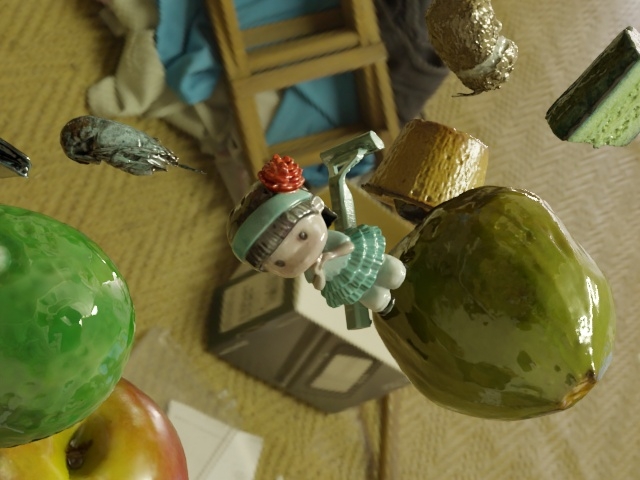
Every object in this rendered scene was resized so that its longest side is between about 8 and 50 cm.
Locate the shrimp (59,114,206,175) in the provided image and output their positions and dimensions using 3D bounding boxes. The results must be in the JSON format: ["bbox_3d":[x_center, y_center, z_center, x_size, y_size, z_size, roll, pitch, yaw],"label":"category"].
[{"bbox_3d":[-0.288,-0.136,1.542,0.233,0.079,0.090,15,19,-14],"label":"shrimp"}]

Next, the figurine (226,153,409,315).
[{"bbox_3d":[0.000,0.000,1.215,0.245,0.110,0.138,29,97,-30],"label":"figurine"}]

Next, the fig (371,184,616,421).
[{"bbox_3d":[0.252,0.104,1.392,0.343,0.343,0.343,22,58,-41],"label":"fig"}]

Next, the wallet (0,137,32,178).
[{"bbox_3d":[-0.534,-0.126,1.342,0.191,0.379,0.046,26,74,-33],"label":"wallet"}]

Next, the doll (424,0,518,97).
[{"bbox_3d":[0.215,-0.314,1.457,0.115,0.105,0.221,-38,123,-14],"label":"doll"}]

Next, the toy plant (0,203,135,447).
[{"bbox_3d":[-0.218,0.020,0.427,0.235,0.175,0.218,-30,82,-30],"label":"toy plant"}]

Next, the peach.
[{"bbox_3d":[-0.376,0.371,1.418,0.388,0.388,0.388,22,58,-41],"label":"peach"}]

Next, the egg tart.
[{"bbox_3d":[0.190,-0.106,1.707,0.215,0.215,0.170,24,86,-40],"label":"egg tart"}]

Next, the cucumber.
[{"bbox_3d":[0.290,-0.148,0.986,0.116,0.115,0.062,6,43,-49],"label":"cucumber"}]

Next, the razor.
[{"bbox_3d":[0.041,-0.011,1.410,0.056,0.111,0.277,12,70,-40],"label":"razor"}]
